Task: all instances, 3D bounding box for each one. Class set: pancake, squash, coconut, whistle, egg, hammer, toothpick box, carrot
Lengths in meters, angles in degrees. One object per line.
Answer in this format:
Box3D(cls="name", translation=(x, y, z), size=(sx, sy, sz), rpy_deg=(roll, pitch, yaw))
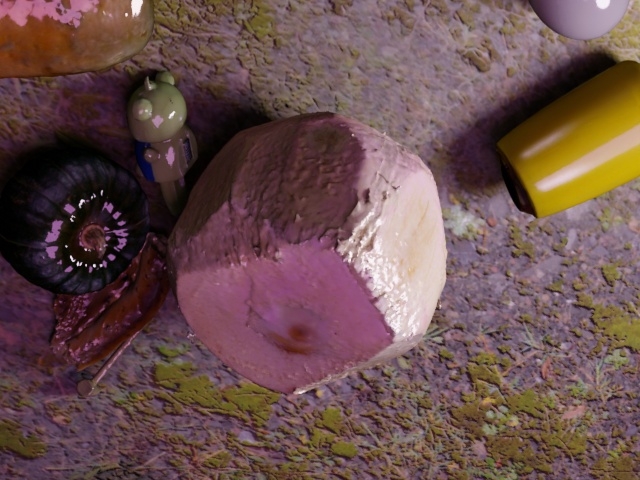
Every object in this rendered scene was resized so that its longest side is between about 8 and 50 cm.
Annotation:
Box3D(cls="pancake", translation=(-0.346, 0.069, 2.154), size=(0.266, 0.057, 0.244), rpy_deg=(-40, 129, 9))
Box3D(cls="squash", translation=(-0.343, -0.027, 2.006), size=(0.218, 0.172, 0.218), rpy_deg=(4, 82, -33))
Box3D(cls="coconut", translation=(0.000, 0.000, 2.078), size=(0.404, 0.404, 0.405), rpy_deg=(-12, 128, -16))
Box3D(cls="whistle", translation=(-0.223, -0.136, 2.039), size=(0.085, 0.105, 0.227), rpy_deg=(8, 131, 20))
Box3D(cls="egg", translation=(0.371, -0.378, 2.088), size=(0.146, 0.146, 0.199), rpy_deg=(-34, 129, 2))
Box3D(cls="hammer", translation=(-0.308, 0.171, 2.266), size=(0.195, 0.028, 0.060), rpy_deg=(-49, 165, 6))
Box3D(cls="toothpick box", translation=(0.413, -0.150, 2.260), size=(0.271, 0.175, 0.175), rpy_deg=(-28, 131, 1))
Box3D(cls="carrot", translation=(-0.381, -0.303, 1.763), size=(0.340, 0.224, 0.224), rpy_deg=(-9, 127, -13))
